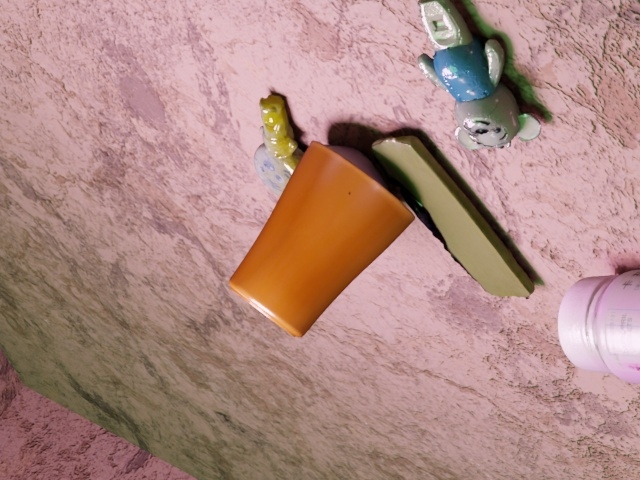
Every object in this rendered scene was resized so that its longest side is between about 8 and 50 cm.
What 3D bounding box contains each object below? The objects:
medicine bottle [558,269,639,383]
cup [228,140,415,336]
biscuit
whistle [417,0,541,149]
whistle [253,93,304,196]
[{"bbox_3d":[0.433,0.110,2.063,0.254,0.152,0.152,1,138,52],"label":"medicine bottle"},{"bbox_3d":[0.000,0.000,2.308,0.182,0.264,0.226,37,177,10],"label":"cup"},{"bbox_3d":[0.185,-0.034,2.267,0.099,0.038,0.322,-4,134,51],"label":"biscuit"},{"bbox_3d":[0.177,-0.195,1.946,0.114,0.077,0.236,-7,131,31],"label":"whistle"},{"bbox_3d":[-0.055,-0.139,2.385,0.104,0.057,0.198,28,148,30],"label":"whistle"}]
